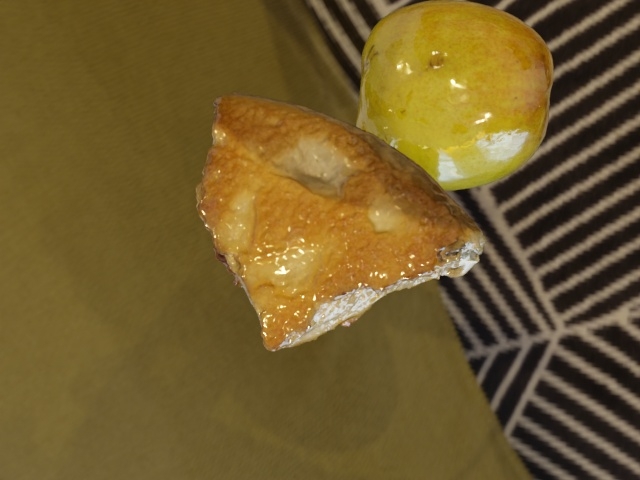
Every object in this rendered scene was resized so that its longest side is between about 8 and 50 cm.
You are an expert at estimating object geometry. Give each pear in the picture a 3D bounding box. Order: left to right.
[{"bbox_3d":[0.133,-0.141,1.436,0.199,0.200,0.200,3,106,12],"label":"pear"}]

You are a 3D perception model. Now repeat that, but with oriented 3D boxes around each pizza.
[{"bbox_3d":[0.000,0.000,0.843,0.182,0.161,0.062,20,147,8],"label":"pizza"}]
